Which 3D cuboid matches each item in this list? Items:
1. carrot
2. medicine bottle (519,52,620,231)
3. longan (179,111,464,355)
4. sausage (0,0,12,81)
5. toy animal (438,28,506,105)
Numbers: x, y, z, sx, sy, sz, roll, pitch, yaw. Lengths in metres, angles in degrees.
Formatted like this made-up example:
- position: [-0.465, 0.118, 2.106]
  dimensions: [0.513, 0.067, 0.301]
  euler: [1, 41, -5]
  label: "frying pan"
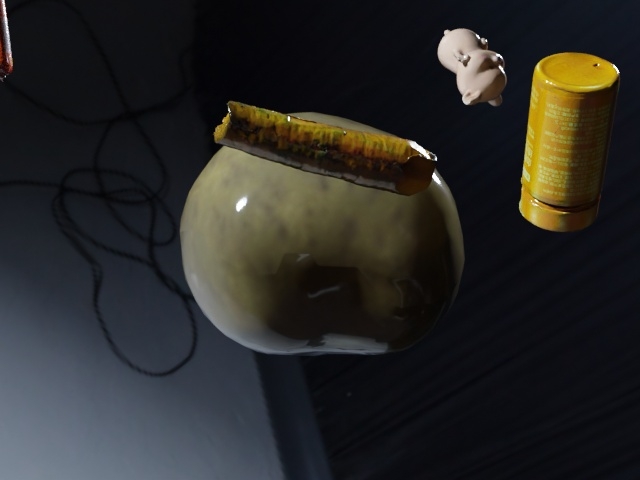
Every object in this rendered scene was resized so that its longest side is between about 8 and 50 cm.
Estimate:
- position: [0.006, -0.109, 1.228]
  dimensions: [0.260, 0.070, 0.070]
  euler: [14, 48, -11]
  label: "carrot"
- position: [0.287, -0.113, 1.221]
  dimensions: [0.096, 0.192, 0.096]
  euler: [-1, 37, 1]
  label: "medicine bottle"
- position: [0.000, 0.000, 1.495]
  dimensions: [0.404, 0.336, 0.404]
  euler: [5, 51, -7]
  label: "longan"
- position: [-0.434, -0.277, 1.406]
  dimensions: [0.034, 0.034, 0.129]
  euler: [-5, 85, -48]
  label: "sausage"
- position: [0.219, -0.253, 1.522]
  dimensions: [0.083, 0.089, 0.150]
  euler: [-10, 55, -17]
  label: "toy animal"
